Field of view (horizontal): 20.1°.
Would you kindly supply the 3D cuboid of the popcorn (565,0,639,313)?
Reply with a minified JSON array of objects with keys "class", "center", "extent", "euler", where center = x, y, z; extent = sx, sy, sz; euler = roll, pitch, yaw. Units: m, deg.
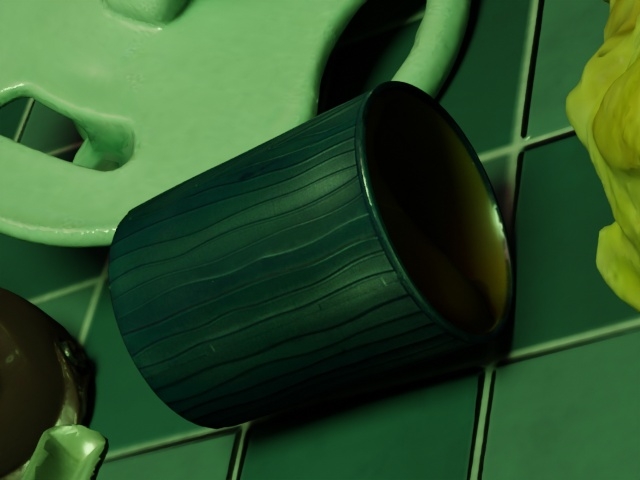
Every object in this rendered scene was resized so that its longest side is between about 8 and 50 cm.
[{"class":"popcorn","center":[0.185,-0.052,0.587],"extent":[0.253,0.190,0.191],"euler":[3,60,41]}]

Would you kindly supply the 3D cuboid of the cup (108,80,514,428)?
[{"class":"cup","center":[0.002,0.010,0.781],"extent":[0.138,0.150,0.113],"euler":[-22,80,28]}]

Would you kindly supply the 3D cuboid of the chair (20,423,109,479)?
[{"class":"chair","center":[-0.109,0.222,0.549],"extent":[0.203,0.190,0.275],"euler":[-34,13,13]}]

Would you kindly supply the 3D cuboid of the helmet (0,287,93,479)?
[{"class":"helmet","center":[-0.172,0.069,0.899],"extent":[0.098,0.070,0.123],"euler":[-41,34,1]}]

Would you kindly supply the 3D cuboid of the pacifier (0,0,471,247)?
[{"class":"pacifier","center":[-0.074,-0.160,0.898],"extent":[0.288,0.269,0.343],"euler":[19,67,24]}]
